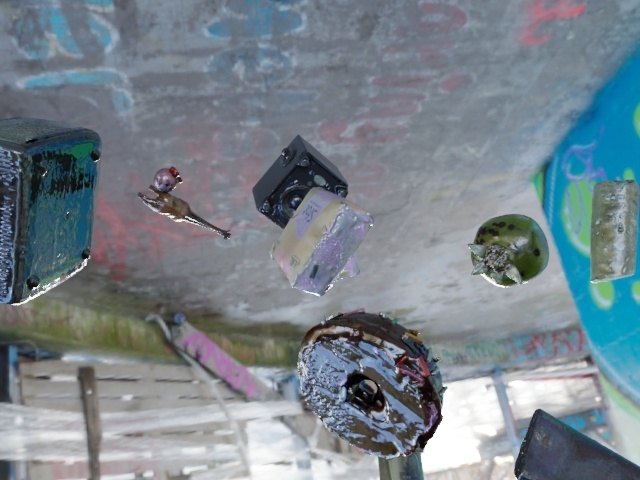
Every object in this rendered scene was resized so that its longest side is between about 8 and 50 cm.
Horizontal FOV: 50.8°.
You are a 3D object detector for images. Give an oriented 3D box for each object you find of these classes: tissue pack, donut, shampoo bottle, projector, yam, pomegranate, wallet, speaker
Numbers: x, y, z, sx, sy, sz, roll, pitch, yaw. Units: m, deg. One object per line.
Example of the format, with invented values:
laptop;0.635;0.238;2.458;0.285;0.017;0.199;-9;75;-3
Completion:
tissue pack;0.000;0.000;1.485;0.123;0.215;0.257;32;-178;-21
donut;0.084;0.229;1.097;0.270;0.269;0.103;-36;-176;44
shampoo bottle;0.182;0.474;1.590;0.084;0.350;0.126;-30;137;34
projector;-0.725;-0.085;1.656;0.242;0.394;0.405;13;-165;4
yam;0.497;-0.015;1.141;0.078;0.179;0.078;6;169;1
pomegranate;0.342;0.029;1.242;0.169;0.148;0.148;-37;179;-44
wallet;0.563;0.502;1.411;0.321;0.170;0.044;31;148;-1
speaker;-0.068;-0.154;1.997;0.184;0.254;0.232;37;102;-20

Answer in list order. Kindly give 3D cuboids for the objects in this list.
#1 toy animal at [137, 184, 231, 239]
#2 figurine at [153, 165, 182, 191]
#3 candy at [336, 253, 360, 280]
toy animal;-0.386;-0.077;1.934;0.066;0.230;0.224;-62;151;2
figurine;-0.425;-0.167;1.868;0.071;0.067;0.083;-40;153;-11
candy;0.030;0.028;2.104;0.156;0.265;0.115;-15;116;4
